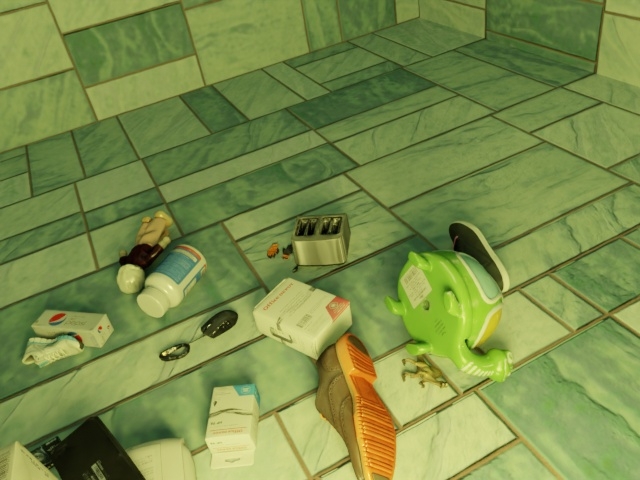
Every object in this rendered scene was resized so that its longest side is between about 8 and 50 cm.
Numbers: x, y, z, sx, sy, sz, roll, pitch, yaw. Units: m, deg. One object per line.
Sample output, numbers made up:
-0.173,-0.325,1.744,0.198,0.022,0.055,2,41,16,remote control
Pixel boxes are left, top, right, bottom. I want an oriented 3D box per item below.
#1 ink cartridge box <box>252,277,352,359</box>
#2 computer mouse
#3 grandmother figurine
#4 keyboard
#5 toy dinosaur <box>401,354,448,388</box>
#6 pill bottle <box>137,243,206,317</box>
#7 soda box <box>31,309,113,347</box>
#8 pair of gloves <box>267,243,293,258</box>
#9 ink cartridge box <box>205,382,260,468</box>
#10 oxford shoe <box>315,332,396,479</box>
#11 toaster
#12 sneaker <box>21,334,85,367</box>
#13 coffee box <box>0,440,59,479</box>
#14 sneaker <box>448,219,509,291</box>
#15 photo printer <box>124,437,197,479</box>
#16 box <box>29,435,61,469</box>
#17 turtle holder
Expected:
-0.048,0.204,1.521,0.217,0.092,0.158,20,46,33,ink cartridge box
-0.335,0.257,1.570,0.242,0.041,0.071,-31,41,-24,computer mouse
-0.584,0.039,1.891,0.207,0.104,0.343,-27,32,26,grandmother figurine
-0.463,0.493,1.118,0.201,0.033,0.317,-40,39,-24,keyboard
0.240,0.307,1.356,0.092,0.053,0.183,1,23,-14,toy dinosaur
-0.448,0.122,1.711,0.124,0.124,0.222,7,39,23,pill bottle
-0.719,0.254,1.653,0.215,0.069,0.074,2,37,16,soda box
-0.130,0.034,1.841,0.083,0.010,0.074,1,38,15,pair of gloves
-0.199,0.419,1.297,0.104,0.060,0.180,-8,36,4,ink cartridge box
0.068,0.386,1.255,0.132,0.130,0.364,-36,38,22,oxford shoe
0.000,0.000,1.768,0.167,0.110,0.186,-3,37,12,toaster
-0.746,0.317,1.587,0.190,0.071,0.083,-9,42,17,sneaker
-0.637,0.512,1.013,0.297,0.168,0.119,-26,36,-6,coffee box
0.393,0.046,1.601,0.146,0.105,0.296,-12,40,-10,sneaker
-0.366,0.547,1.130,0.255,0.107,0.308,-19,36,-7,photo printer
-0.644,0.507,1.333,0.083,0.018,0.067,-29,40,-22,box
0.333,0.160,1.357,0.227,0.244,0.320,-3,24,-31,turtle holder
